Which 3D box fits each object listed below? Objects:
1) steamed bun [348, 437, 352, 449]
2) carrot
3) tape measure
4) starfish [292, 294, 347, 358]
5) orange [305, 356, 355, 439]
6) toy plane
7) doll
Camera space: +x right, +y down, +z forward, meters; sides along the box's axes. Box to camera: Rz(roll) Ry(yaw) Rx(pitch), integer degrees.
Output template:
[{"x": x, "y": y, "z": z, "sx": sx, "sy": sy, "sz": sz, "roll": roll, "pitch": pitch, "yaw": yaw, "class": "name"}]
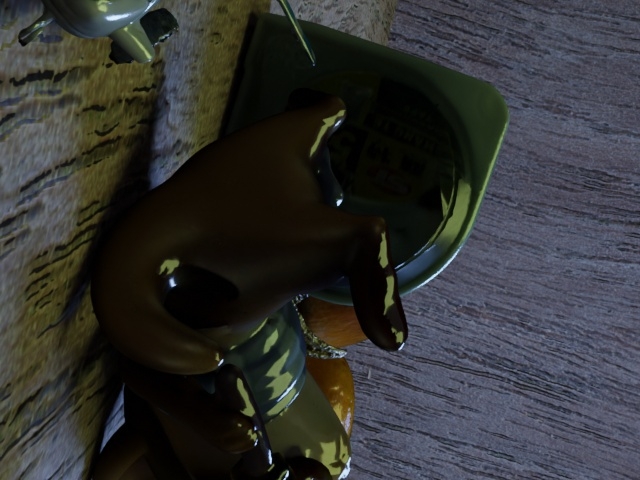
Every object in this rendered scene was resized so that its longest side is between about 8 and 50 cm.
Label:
[{"x": -0.061, "y": 0.245, "z": 1.476, "sx": 0.164, "sy": 0.146, "sz": 0.241, "roll": -43, "pitch": 166, "yaw": -13, "class": "steamed bun"}, {"x": 0.000, "y": 0.000, "z": 1.629, "sx": 0.307, "sy": 0.100, "sz": 0.258, "roll": -106, "pitch": -162, "yaw": -56, "class": "carrot"}, {"x": 0.030, "y": -0.072, "z": 1.255, "sx": 0.138, "sy": 0.259, "sz": 0.262, "roll": 50, "pitch": 58, "yaw": -84, "class": "tape measure"}, {"x": -0.051, "y": 0.074, "z": 1.423, "sx": 0.213, "sy": 0.057, "sz": 0.238, "roll": -53, "pitch": 133, "yaw": -17, "class": "starfish"}, {"x": -0.045, "y": 0.247, "z": 1.862, "sx": 0.240, "sy": 0.171, "sz": 0.240, "roll": -173, "pitch": -90, "yaw": -82, "class": "orange"}, {"x": -0.085, "y": -0.165, "z": 0.657, "sx": 0.182, "sy": 0.107, "sz": 0.273, "roll": 48, "pitch": 19, "yaw": -33, "class": "toy plane"}, {"x": -0.049, "y": 0.078, "z": 0.961, "sx": 0.339, "sy": 0.209, "sz": 0.318, "roll": 103, "pitch": 7, "yaw": -45, "class": "doll"}]
